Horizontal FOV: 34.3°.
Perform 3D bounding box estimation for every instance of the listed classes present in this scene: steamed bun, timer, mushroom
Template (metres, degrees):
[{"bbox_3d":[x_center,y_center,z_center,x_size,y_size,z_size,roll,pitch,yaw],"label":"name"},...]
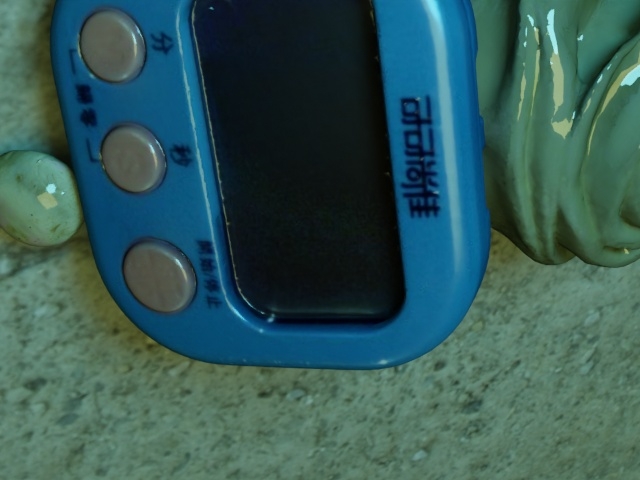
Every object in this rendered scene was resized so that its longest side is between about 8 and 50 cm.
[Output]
[{"bbox_3d":[0.232,-0.129,0.846,0.367,0.255,0.343,-3,119,-19],"label":"steamed bun"},{"bbox_3d":[-0.034,-0.070,0.766,0.309,0.115,0.340,0,112,21],"label":"timer"},{"bbox_3d":[-0.223,-0.036,0.819,0.083,0.067,0.084,14,139,12],"label":"mushroom"}]
